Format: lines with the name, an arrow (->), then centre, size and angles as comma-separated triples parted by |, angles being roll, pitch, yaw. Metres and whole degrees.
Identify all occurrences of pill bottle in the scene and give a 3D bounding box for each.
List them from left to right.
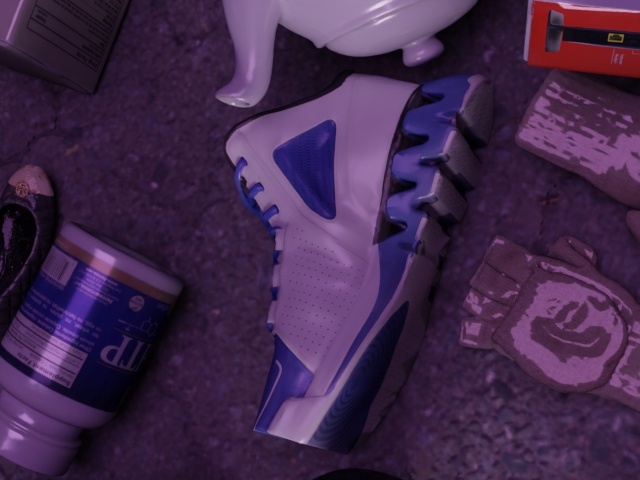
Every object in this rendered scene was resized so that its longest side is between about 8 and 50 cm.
pill bottle -> -0.201, 0.090, 1.052 | 0.112, 0.112, 0.187 | 28, 90, 21

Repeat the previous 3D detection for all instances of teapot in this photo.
teapot -> 0.053, -0.226, 0.983 | 0.256, 0.252, 0.187 | -20, 97, 29

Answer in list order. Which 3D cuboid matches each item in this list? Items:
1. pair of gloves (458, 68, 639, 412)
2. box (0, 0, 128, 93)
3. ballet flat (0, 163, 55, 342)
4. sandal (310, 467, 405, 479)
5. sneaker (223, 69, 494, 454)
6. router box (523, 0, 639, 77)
pair of gloves -> 0.226, 0.003, 0.966 | 0.204, 0.042, 0.240 | 19, 88, 17
box -> -0.238, -0.267, 1.112 | 0.126, 0.148, 0.232 | 19, 86, 21
ballet flat -> -0.274, 0.016, 1.122 | 0.057, 0.049, 0.173 | 15, 85, 19
sandal -> 0.135, 0.279, 0.851 | 0.167, 0.107, 0.445 | -34, 33, -26
sneaker -> 0.000, -0.001, 1.007 | 0.182, 0.127, 0.316 | 18, 79, 24
router box -> 0.311, -0.263, 0.882 | 0.301, 0.082, 0.336 | 9, 67, 10
